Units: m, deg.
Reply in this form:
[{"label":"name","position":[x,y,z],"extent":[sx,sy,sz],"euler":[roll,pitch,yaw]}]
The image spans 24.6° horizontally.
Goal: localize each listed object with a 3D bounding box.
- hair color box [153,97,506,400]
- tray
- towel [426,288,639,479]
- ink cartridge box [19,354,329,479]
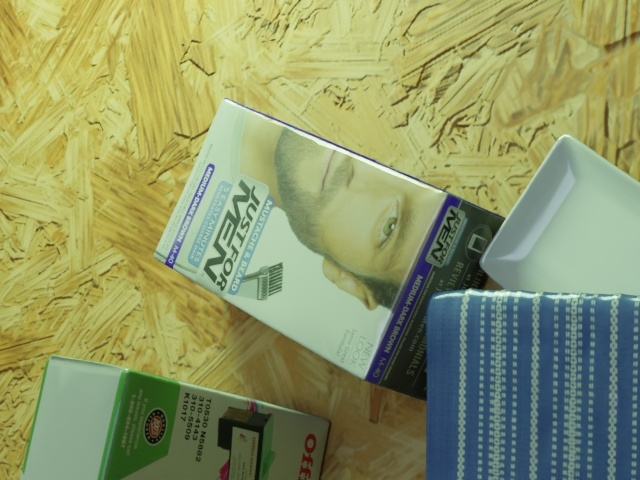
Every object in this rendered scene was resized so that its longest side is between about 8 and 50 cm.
[{"label":"hair color box","position":[0.000,0.000,1.420],"extent":[0.339,0.110,0.185],"euler":[26,93,44]},{"label":"tray","position":[0.256,0.032,1.218],"extent":[0.270,0.030,0.145],"euler":[43,107,43]},{"label":"towel","position":[0.219,0.162,1.169],"extent":[0.336,0.040,0.243],"euler":[0,90,42]},{"label":"ink cartridge box","position":[-0.133,0.232,1.344],"extent":[0.117,0.278,0.201],"euler":[3,78,41]}]
